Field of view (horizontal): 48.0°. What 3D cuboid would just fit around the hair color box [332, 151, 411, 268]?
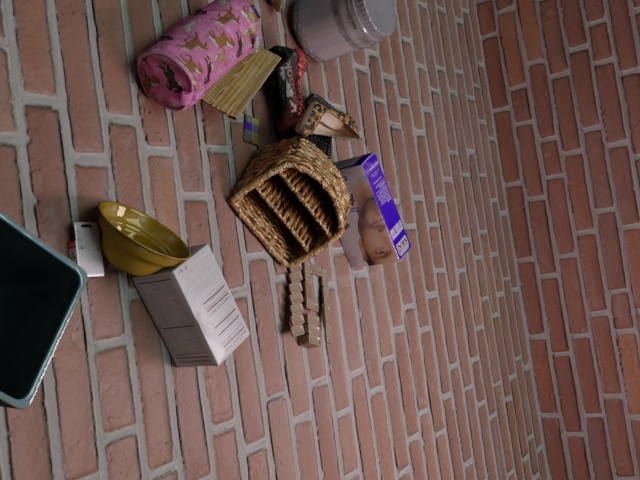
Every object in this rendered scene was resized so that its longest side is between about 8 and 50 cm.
[{"bbox_3d":[0.134,-0.089,2.260,0.110,0.185,0.338,-47,119,-49],"label":"hair color box"}]

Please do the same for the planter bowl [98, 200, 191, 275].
[{"bbox_3d":[-0.391,0.013,1.521,0.217,0.217,0.090,22,104,-51],"label":"planter bowl"}]

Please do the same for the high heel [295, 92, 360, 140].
[{"bbox_3d":[0.029,-0.310,2.015,0.186,0.093,0.261,37,30,-11],"label":"high heel"}]

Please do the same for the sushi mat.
[{"bbox_3d":[-0.227,-0.442,1.914,0.151,0.019,0.316,31,48,-5],"label":"sushi mat"}]

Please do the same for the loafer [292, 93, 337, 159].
[{"bbox_3d":[-0.036,-0.314,2.147,0.134,0.130,0.365,37,36,-16],"label":"loafer"}]

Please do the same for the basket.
[{"bbox_3d":[-0.060,-0.101,1.958,0.299,0.214,0.223,54,41,-32],"label":"basket"}]

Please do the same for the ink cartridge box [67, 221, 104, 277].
[{"bbox_3d":[-0.484,0.020,1.479,0.063,0.029,0.115,-1,81,-55],"label":"ink cartridge box"}]

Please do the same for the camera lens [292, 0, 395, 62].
[{"bbox_3d":[0.067,-0.692,2.241,0.219,0.274,0.219,20,66,-52],"label":"camera lens"}]

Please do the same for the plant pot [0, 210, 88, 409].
[{"bbox_3d":[-0.576,0.108,1.126,0.248,0.252,0.247,45,46,-39],"label":"plant pot"}]

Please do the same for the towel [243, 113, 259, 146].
[{"bbox_3d":[-0.192,-0.307,2.003,0.060,0.009,0.083,21,65,-50],"label":"towel"}]

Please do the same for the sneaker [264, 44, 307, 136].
[{"bbox_3d":[-0.113,-0.441,2.077,0.135,0.098,0.275,17,71,-45],"label":"sneaker"}]

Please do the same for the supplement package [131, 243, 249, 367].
[{"bbox_3d":[-0.290,0.150,1.628,0.134,0.139,0.244,-45,119,-49],"label":"supplement package"}]

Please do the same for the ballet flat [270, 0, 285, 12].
[{"bbox_3d":[-0.141,-0.785,2.167,0.067,0.073,0.206,9,69,-26],"label":"ballet flat"}]

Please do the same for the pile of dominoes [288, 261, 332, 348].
[{"bbox_3d":[-0.043,0.182,2.087,0.196,0.040,0.251,26,52,-49],"label":"pile of dominoes"}]

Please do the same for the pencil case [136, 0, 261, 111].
[{"bbox_3d":[-0.289,-0.466,1.772,0.386,0.167,0.160,-55,142,-45],"label":"pencil case"}]
